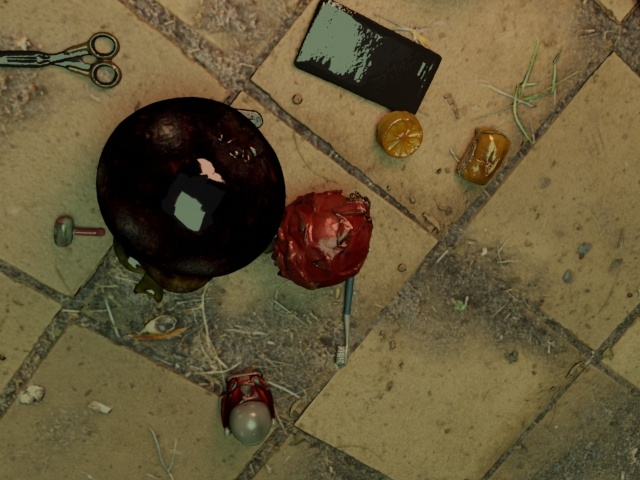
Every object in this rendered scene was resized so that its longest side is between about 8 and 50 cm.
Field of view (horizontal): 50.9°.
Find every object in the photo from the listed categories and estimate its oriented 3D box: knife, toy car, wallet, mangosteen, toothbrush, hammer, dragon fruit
[{"bbox_3d":[-0.156,-0.210,1.143,0.121,0.018,0.031,2,108,-13],"label":"knife"},{"bbox_3d":[-0.139,0.336,1.306,0.112,0.112,0.139,-8,113,-10],"label":"toy car"},{"bbox_3d":[0.085,-0.309,1.159,0.244,0.025,0.124,19,108,-22],"label":"wallet"},{"bbox_3d":[-0.205,-0.073,1.057,0.296,0.313,0.297,7,71,-21],"label":"mangosteen"},{"bbox_3d":[0.052,0.124,1.322,0.025,0.019,0.276,2,111,-6],"label":"toothbrush"},{"bbox_3d":[-0.412,-0.014,1.152,0.083,0.031,0.053,2,113,-26],"label":"hammer"},{"bbox_3d":[0.000,0.000,1.180,0.209,0.172,0.172,-19,115,10],"label":"dragon fruit"}]

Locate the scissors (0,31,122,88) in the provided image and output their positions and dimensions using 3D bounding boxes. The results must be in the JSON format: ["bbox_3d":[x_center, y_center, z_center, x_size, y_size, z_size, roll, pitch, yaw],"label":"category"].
[{"bbox_3d":[-0.425,-0.282,1.049,0.220,0.017,0.088,-2,112,-12],"label":"scissors"}]

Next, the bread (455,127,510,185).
[{"bbox_3d":[0.308,-0.157,1.259,0.072,0.053,0.106,23,109,-17],"label":"bread"}]

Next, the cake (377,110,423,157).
[{"bbox_3d":[0.142,-0.189,1.205,0.084,0.044,0.084,-6,122,-9],"label":"cake"}]
